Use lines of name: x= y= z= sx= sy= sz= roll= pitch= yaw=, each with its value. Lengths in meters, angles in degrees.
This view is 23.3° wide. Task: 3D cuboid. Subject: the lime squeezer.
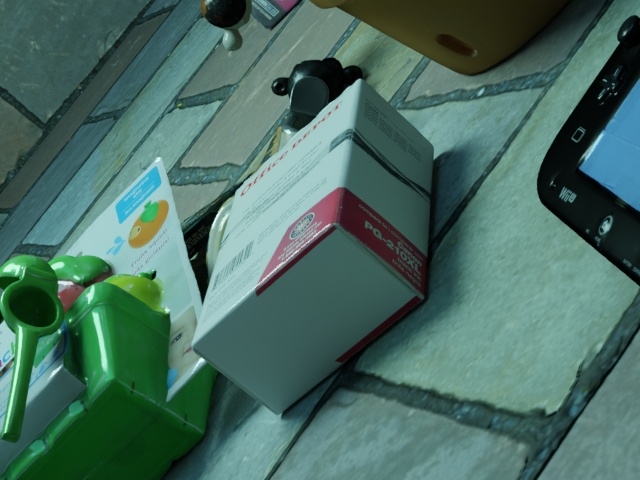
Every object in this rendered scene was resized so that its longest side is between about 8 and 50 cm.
lime squeezer: x=-0.268 y=0.071 z=1.348 sx=0.110 sy=0.059 sz=0.310 roll=-50 pitch=22 yaw=0

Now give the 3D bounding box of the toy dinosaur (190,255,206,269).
toy dinosaur: x=-0.203 y=0.100 z=1.645 sx=0.268 sy=0.064 sz=0.118 roll=-39 pitch=13 yaw=21

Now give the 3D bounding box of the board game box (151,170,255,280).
board game box: x=-0.145 y=-0.001 z=1.674 sx=0.126 sy=0.026 sz=0.186 roll=-33 pitch=8 yaw=38

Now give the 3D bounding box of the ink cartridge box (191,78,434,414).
ink cartridge box: x=0.000 y=0.000 z=1.275 sx=0.172 sy=0.100 sz=0.237 roll=-41 pitch=20 yaw=27

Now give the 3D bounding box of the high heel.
high heel: x=-0.043 y=-0.018 z=1.519 sx=0.186 sy=0.093 sz=0.261 roll=88 pitch=-156 yaw=-78

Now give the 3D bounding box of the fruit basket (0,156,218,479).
fruit basket: x=-0.241 y=0.110 z=1.460 sx=0.327 sy=0.165 sz=0.353 roll=-44 pitch=37 yaw=15

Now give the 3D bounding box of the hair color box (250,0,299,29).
hair color box: x=-0.017 y=-0.483 z=2.210 sx=0.347 sy=0.174 sz=0.105 roll=-41 pitch=20 yaw=26

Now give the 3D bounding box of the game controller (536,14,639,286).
game controller: x=0.218 y=-0.057 z=0.916 sx=0.166 sy=0.067 sz=0.319 roll=-48 pitch=17 yaw=5

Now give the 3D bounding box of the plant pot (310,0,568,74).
plant pot: x=0.123 y=-0.289 z=1.404 sx=0.291 sy=0.203 sz=0.291 roll=-45 pitch=17 yaw=18

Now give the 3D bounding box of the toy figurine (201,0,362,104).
toy figurine: x=-0.011 y=-0.263 z=1.671 sx=0.213 sy=0.209 sz=0.148 roll=-47 pitch=7 yaw=12
